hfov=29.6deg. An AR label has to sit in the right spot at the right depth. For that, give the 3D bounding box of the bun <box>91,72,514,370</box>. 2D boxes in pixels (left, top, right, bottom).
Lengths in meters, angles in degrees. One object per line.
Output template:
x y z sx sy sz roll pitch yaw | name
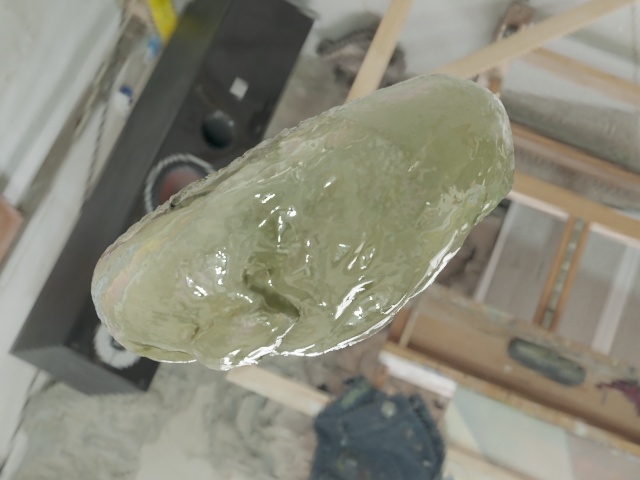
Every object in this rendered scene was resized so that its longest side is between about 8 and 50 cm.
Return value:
0.000 0.000 0.649 0.237 0.116 0.210 -25 -179 18 | bun
